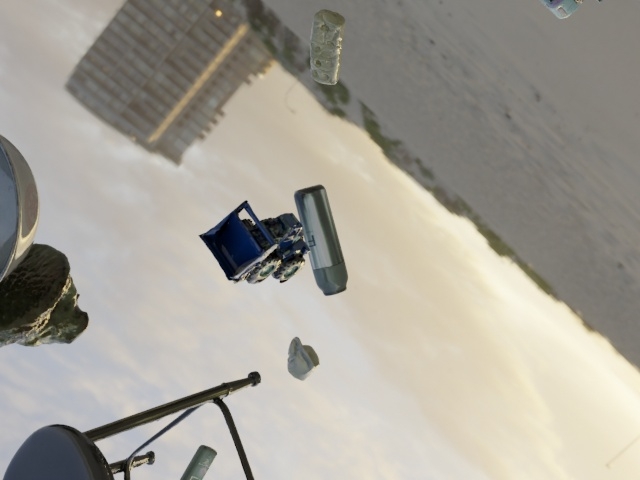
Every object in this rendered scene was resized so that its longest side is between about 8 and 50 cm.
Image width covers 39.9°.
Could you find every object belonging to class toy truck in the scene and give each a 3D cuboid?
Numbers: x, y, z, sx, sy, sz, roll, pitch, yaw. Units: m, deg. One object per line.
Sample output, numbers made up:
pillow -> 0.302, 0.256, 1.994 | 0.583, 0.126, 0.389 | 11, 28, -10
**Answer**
toy truck -> -0.109, 0.005, 1.614 | 0.208, 0.126, 0.113 | -6, -127, -54
toy truck -> 0.594, -0.584, 2.016 | 0.080, 0.178, 0.115 | 24, -146, -47

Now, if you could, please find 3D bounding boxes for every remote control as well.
remote control -> -0.225, 0.419, 1.548 | 0.018, 0.124, 0.053 | 23, 168, 35

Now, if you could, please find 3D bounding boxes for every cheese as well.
cheese -> 0.011, -0.369, 1.694 | 0.065, 0.043, 0.194 | 11, 155, 2

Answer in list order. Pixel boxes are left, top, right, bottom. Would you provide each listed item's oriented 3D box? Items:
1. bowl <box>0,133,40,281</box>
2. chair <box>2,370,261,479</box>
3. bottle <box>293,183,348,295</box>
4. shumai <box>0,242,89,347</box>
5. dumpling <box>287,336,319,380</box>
bowl -> -0.597, -0.059, 1.537 | 0.345, 0.345, 0.157 | 47, -159, 16
chair -> -0.306, 0.466, 1.529 | 0.410, 0.365, 0.362 | 11, -133, -49
bottle -> 0.000, 0.000, 2.030 | 0.096, 0.079, 0.253 | -4, 102, 65
shumai -> -0.580, 0.145, 1.661 | 0.272, 0.203, 0.222 | -15, -134, -21
dumpling -> -0.032, 0.177, 1.311 | 0.057, 0.052, 0.076 | 45, -172, 5
